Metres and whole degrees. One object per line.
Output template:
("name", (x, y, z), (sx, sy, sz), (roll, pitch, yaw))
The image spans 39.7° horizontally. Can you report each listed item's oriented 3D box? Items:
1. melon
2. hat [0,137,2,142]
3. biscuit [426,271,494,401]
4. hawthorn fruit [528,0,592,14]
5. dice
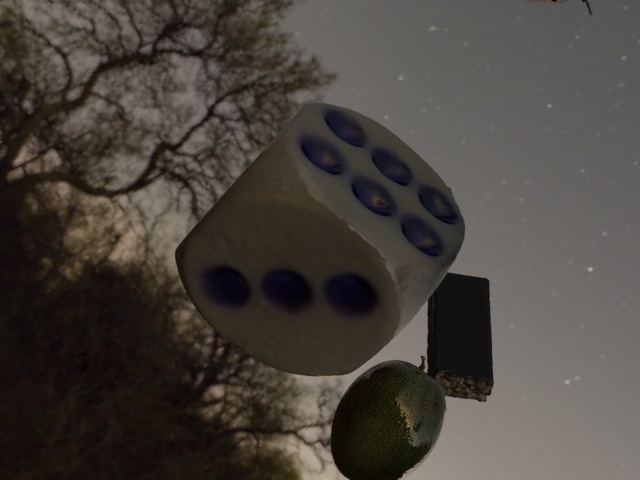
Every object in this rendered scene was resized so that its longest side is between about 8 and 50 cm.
("melon", (0.091, 0.235, 1.164), (0.139, 0.192, 0.139), (31, 5, -3))
("hat", (-0.547, -0.150, 1.255), (0.085, 0.147, 0.175), (27, -33, 25))
("biscuit", (0.246, 0.170, 1.562), (0.070, 0.106, 0.252), (100, -3, -47))
("hawthorn fruit", (0.272, -0.349, 1.035), (0.181, 0.181, 0.235), (42, -5, 44))
("dice", (0.000, 0.000, 1.080), (0.259, 0.243, 0.251), (40, -54, -7))
